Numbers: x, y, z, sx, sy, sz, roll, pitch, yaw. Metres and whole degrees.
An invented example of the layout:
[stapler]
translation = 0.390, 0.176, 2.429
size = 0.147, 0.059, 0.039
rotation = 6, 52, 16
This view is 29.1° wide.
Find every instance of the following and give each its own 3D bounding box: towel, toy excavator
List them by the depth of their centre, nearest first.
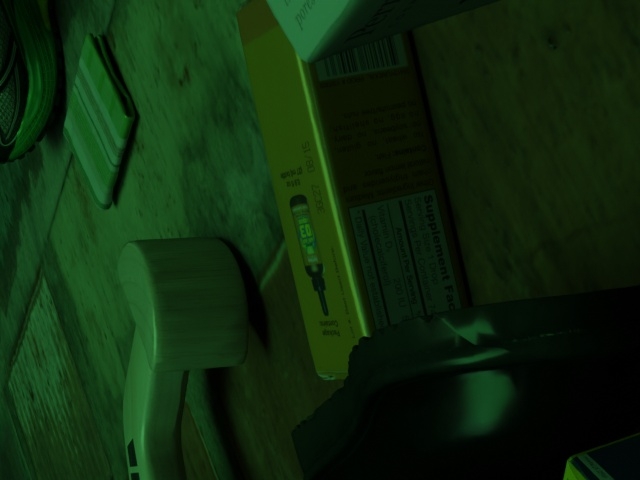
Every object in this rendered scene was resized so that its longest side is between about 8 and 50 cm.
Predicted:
[toy excavator]
translation = -0.139, 0.275, 1.056
size = 0.433, 0.222, 0.445
rotation = 123, 137, -53
[towel]
translation = -0.215, -0.115, 1.213
size = 0.113, 0.023, 0.152
rotation = 62, 147, 23

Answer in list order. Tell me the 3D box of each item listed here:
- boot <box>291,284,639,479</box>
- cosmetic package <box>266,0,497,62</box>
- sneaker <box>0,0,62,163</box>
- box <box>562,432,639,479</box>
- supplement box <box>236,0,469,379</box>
[boot]
translation = 0.095, 0.179, 0.604
size = 0.348, 0.131, 0.260
rotation = 118, 140, -66
[cosmetic package]
translation = 0.056, -0.184, 0.447
size = 0.151, 0.184, 0.151
rotation = 61, 151, 11
[sneaker]
translation = -0.360, -0.235, 1.298
size = 0.134, 0.146, 0.343
rotation = 47, 141, 45
[box]
translation = 0.158, 0.085, 0.406
size = 0.054, 0.169, 0.059
rotation = 46, 140, 47
[supplement box]
translation = 0.020, -0.038, 0.724
size = 0.078, 0.080, 0.233
rotation = -10, 91, 64
